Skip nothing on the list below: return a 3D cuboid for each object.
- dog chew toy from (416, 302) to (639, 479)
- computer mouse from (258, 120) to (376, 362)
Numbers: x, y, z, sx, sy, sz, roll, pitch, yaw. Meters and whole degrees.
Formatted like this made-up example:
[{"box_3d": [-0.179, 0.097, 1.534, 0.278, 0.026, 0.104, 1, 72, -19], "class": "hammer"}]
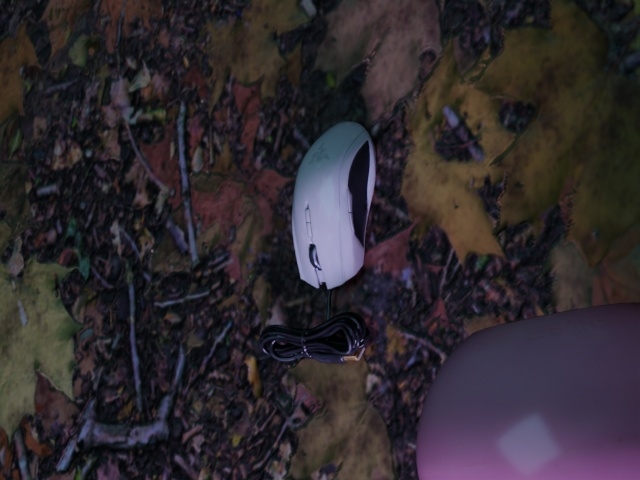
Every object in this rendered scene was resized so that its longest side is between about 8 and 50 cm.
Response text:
[{"box_3d": [0.175, 0.210, 1.196, 0.206, 0.206, 0.332, -16, 81, 44], "class": "dog chew toy"}, {"box_3d": [0.000, 0.000, 1.518, 0.106, 0.042, 0.193, 1, 85, 48], "class": "computer mouse"}]
